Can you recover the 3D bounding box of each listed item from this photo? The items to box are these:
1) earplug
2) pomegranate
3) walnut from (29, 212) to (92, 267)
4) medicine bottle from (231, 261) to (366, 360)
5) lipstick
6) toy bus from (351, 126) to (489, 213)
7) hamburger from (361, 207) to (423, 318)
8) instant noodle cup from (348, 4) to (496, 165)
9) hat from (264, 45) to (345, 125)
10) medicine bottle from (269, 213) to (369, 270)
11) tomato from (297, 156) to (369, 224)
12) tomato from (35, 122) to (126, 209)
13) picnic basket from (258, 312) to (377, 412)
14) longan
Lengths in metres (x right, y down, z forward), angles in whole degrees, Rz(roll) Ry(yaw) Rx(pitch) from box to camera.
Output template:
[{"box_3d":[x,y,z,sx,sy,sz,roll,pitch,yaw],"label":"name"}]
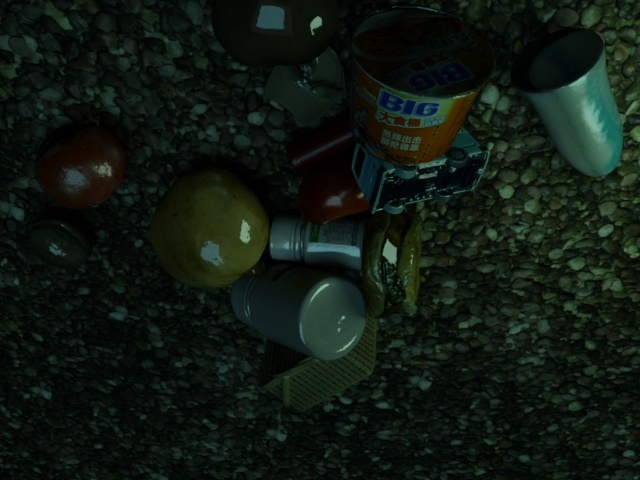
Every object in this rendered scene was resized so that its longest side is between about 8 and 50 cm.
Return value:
[{"box_3d":[0.537,-0.256,1.628,0.185,0.185,0.324,-19,132,23],"label":"earplug"},{"box_3d":[-0.266,-0.033,1.875,0.307,0.307,0.307,4,131,5],"label":"pomegranate"},{"box_3d":[-0.679,0.002,2.047,0.140,0.140,0.162,-31,116,30],"label":"walnut"},{"box_3d":[-0.065,0.163,1.960,0.340,0.208,0.208,13,147,52],"label":"medicine bottle"},{"box_3d":[0.036,-0.233,1.774,0.241,0.080,0.080,-23,124,26],"label":"lipstick"},{"box_3d":[0.211,-0.173,1.705,0.271,0.164,0.133,-13,142,-23],"label":"toy bus"},{"box_3d":[0.172,0.051,1.875,0.134,0.265,0.284,4,129,9],"label":"hamburger"},{"box_3d":[0.183,-0.300,1.572,0.296,0.296,0.214,11,139,0],"label":"instant noodle cup"},{"box_3d":[-0.033,-0.352,1.703,0.166,0.144,0.173,33,172,-13],"label":"hat"},{"box_3d":[0.000,0.000,1.943,0.237,0.139,0.139,5,131,12],"label":"medicine bottle"},{"box_3d":[0.039,-0.117,1.809,0.195,0.195,0.136,-19,91,23],"label":"tomato"},{"box_3d":[-0.564,-0.179,1.827,0.208,0.208,0.184,-31,127,30],"label":"tomato"},{"box_3d":[-0.017,0.302,2.146,0.175,0.228,0.313,38,125,-25],"label":"picnic basket"},{"box_3d":[-0.085,-0.446,1.517,0.246,0.215,0.246,22,139,20],"label":"longan"}]
